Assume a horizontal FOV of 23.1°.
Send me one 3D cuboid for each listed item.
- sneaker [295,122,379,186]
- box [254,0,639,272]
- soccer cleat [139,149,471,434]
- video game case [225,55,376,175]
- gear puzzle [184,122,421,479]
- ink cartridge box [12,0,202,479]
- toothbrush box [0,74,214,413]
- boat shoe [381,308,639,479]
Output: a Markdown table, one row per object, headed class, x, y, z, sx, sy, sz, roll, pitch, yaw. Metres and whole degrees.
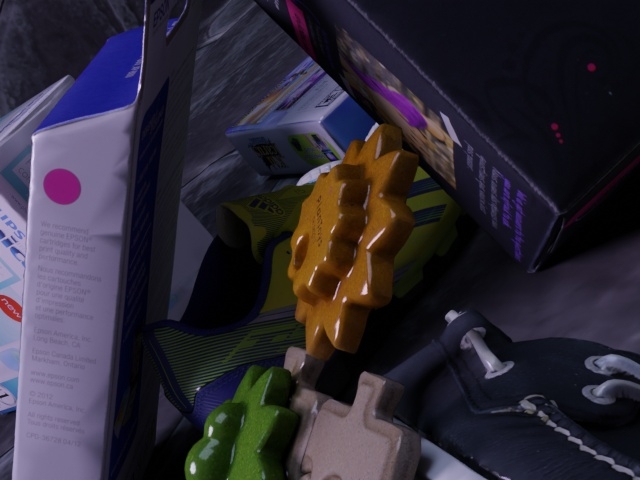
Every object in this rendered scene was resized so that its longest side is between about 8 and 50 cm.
| class | x | y | z | sx | sy | sz | roll | pitch | yaw |
| --- | --- | --- | --- | --- | --- | --- | --- | --- | --- |
| sneaker | 0.043 | -0.035 | 1.109 | 0.162 | 0.063 | 0.073 | -37 | 29 | 34 |
| box | 0.080 | -0.142 | 0.825 | 0.165 | 0.270 | 0.143 | -43 | -10 | -9 |
| soccer cleat | 0.000 | 0.000 | 0.955 | 0.093 | 0.121 | 0.289 | -22 | 23 | 50 |
| video game case | 0.063 | -0.167 | 1.406 | 0.269 | 0.061 | 0.244 | -44 | 16 | -15 |
| gear puzzle | -0.031 | 0.117 | 0.539 | 0.175 | 0.044 | 0.339 | 8 | 79 | 71 |
| ink cartridge box | -0.123 | 0.006 | 0.914 | 0.176 | 0.069 | 0.371 | -75 | -4 | -65 |
| toothbrush box | -0.242 | 0.015 | 1.326 | 0.295 | 0.216 | 0.126 | -19 | 26 | 51 |
| boat shoe | 0.084 | 0.075 | 0.552 | 0.091 | 0.114 | 0.302 | -48 | 16 | -8 |
